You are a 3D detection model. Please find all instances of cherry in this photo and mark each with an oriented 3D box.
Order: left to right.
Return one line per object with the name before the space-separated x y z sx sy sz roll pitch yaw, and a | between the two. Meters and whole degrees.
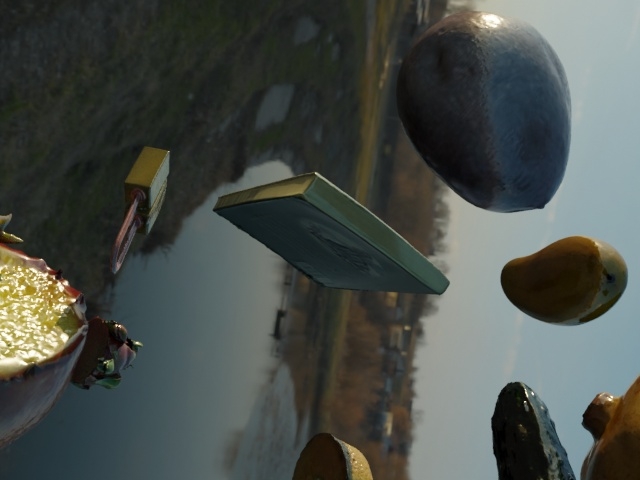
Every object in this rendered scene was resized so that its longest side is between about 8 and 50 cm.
cherry | 0.184 -0.151 0.914 0.183 0.213 0.266 -38 -114 38

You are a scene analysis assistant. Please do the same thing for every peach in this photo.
peach | -0.537 0.156 1.131 0.310 0.335 0.406 -46 173 23

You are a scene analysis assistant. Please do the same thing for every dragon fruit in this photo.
dragon fruit | -0.358 0.182 1.365 0.142 0.138 0.175 60 15 22

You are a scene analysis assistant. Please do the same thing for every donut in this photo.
donut | 0.019 0.369 1.167 0.162 0.065 0.178 -51 -144 38

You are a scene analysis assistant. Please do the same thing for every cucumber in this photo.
cucumber | 0.198 0.256 0.708 0.081 0.072 0.303 84 1 -56

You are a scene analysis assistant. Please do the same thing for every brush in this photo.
brush | -0.289 -0.038 1.261 0.233 0.047 0.103 -77 -179 -49

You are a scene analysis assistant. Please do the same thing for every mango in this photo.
mango | 0.367 0.063 1.251 0.227 0.099 0.136 -11 -104 56

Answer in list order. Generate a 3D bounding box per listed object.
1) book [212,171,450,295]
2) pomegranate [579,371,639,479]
book | 0.000 0.000 1.254 0.043 0.260 0.371 -60 -158 -15
pomegranate | 0.609 0.375 1.332 0.416 0.416 0.417 9 90 -86
